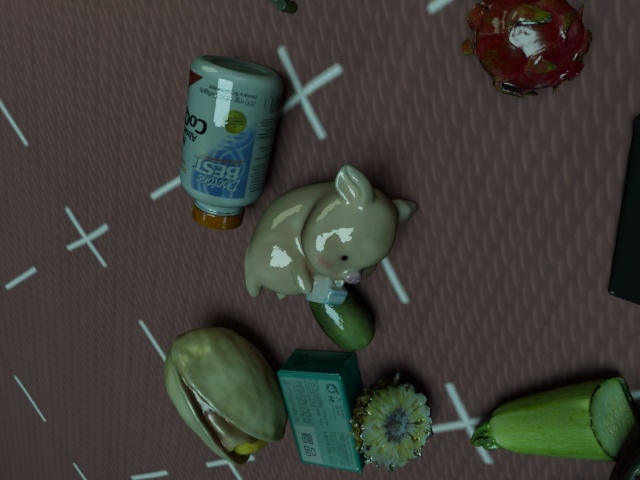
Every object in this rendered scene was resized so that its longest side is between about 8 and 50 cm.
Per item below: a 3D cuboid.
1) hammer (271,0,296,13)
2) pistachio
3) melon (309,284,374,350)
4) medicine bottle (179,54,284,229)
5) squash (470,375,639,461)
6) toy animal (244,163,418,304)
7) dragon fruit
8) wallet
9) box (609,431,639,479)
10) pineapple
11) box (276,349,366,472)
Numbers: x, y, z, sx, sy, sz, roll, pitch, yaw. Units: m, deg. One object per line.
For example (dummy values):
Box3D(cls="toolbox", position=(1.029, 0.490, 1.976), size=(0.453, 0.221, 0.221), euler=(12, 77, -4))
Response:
Box3D(cls="hammer", position=(-0.092, -0.407, 0.774), size=(0.110, 0.035, 0.019), euler=(32, 120, 20))
Box3D(cls="pistachio", position=(-0.213, 0.328, 1.014), size=(0.230, 0.230, 0.309), euler=(-38, 84, 31))
Box3D(cls="melon", position=(0.040, 0.142, 0.895), size=(0.099, 0.099, 0.162), euler=(-32, 100, 31))
Box3D(cls="medicine bottle", position=(-0.166, -0.165, 0.829), size=(0.157, 0.157, 0.289), euler=(23, 118, 14))
Box3D(cls="squash", position=(0.383, 0.317, 0.802), size=(0.287, 0.137, 0.137), euler=(-18, 102, 32))
Box3D(cls="toy animal", position=(0.003, 0.001, 0.790), size=(0.256, 0.195, 0.213), euler=(0, 78, 35))
Box3D(cls="dragon fruit", position=(0.266, -0.265, 0.610), size=(0.166, 0.133, 0.136), euler=(42, 113, 16))
Box3D(cls="wallet", position=(0.475, -0.026, 0.626), size=(0.146, 0.030, 0.286), euler=(-145, 44, -60))
Box3D(cls="box", position=(0.619, 0.427, 0.678), size=(0.404, 0.108, 0.263), euler=(43, 85, -6))
Box3D(cls="pineapple", position=(0.122, 0.351, 0.926), size=(0.161, 0.176, 0.137), euler=(30, 164, -16))
Box3D(cls="box", position=(0.015, 0.366, 1.005), size=(0.153, 0.092, 0.245), euler=(-3, 108, 26))
